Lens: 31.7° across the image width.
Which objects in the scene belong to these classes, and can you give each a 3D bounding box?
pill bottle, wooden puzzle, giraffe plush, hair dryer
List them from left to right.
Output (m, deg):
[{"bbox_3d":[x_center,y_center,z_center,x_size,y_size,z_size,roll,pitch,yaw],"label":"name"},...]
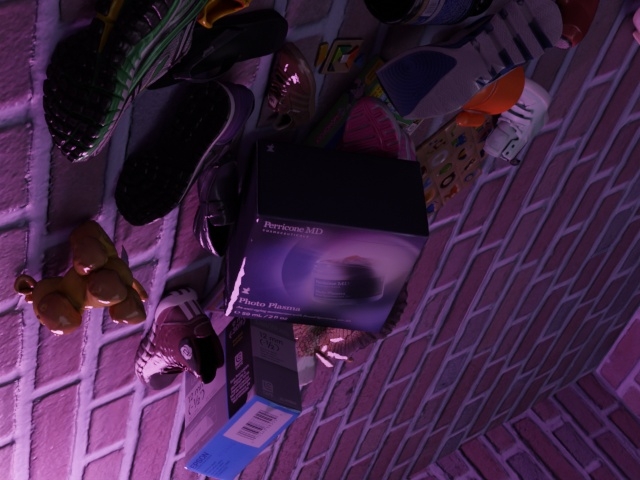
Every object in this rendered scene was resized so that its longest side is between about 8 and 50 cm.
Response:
[{"bbox_3d":[-0.390,0.080,1.799,0.170,0.181,0.210,-29,-173,0],"label":"giraffe plush"},{"bbox_3d":[0.036,-0.305,1.880,0.116,0.014,0.078,-17,145,-39],"label":"wooden puzzle"},{"bbox_3d":[0.179,-0.404,1.792,0.219,0.123,0.123,-11,141,-46],"label":"pill bottle"},{"bbox_3d":[0.447,-0.454,2.068,0.293,0.080,0.223,-33,134,-40],"label":"hair dryer"}]

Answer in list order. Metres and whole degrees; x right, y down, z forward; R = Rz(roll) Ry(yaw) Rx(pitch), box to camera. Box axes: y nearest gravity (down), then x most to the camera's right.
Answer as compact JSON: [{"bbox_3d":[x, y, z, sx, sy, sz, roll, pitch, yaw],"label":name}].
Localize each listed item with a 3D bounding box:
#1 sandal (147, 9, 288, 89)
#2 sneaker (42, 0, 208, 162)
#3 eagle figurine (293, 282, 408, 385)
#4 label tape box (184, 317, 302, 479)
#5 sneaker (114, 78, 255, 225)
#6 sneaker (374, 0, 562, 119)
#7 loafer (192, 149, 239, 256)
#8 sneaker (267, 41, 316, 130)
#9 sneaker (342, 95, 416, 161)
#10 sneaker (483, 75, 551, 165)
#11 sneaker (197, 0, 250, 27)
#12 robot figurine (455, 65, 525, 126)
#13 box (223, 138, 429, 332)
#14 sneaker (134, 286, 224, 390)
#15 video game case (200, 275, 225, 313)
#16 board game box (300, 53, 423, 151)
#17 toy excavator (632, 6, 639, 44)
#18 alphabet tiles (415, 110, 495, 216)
[{"bbox_3d":[-0.148,-0.278,1.642,0.254,0.054,0.097,-24,149,-28],"label":"sandal"},{"bbox_3d":[-0.245,-0.239,1.493,0.343,0.134,0.146,-52,151,21],"label":"sneaker"},{"bbox_3d":[0.012,0.146,2.342,0.226,0.225,0.298,-11,155,-33],"label":"eagle figurine"},{"bbox_3d":[-0.158,0.247,2.166,0.115,0.347,0.249,22,127,-28],"label":"label tape box"},{"bbox_3d":[-0.200,-0.128,1.755,0.283,0.107,0.124,-46,166,23],"label":"sneaker"},{"bbox_3d":[0.259,-0.306,1.924,0.315,0.127,0.182,-26,-178,9],"label":"sneaker"},{"bbox_3d":[-0.168,-0.061,1.915,0.076,0.078,0.223,-23,148,-30],"label":"loafer"},{"bbox_3d":[-0.051,-0.238,1.814,0.071,0.066,0.188,-33,151,-13],"label":"sneaker"},{"bbox_3d":[0.109,-0.167,2.002,0.103,0.111,0.252,-4,137,17],"label":"sneaker"},{"bbox_3d":[0.397,-0.245,2.320,0.151,0.094,0.256,-51,156,-4],"label":"sneaker"},{"bbox_3d":[-0.105,-0.356,1.568,0.175,0.067,0.064,-40,151,-3],"label":"sneaker"},{"bbox_3d":[0.295,-0.304,2.091,0.158,0.128,0.219,-45,155,27],"label":"robot figurine"},{"bbox_3d":[0.000,0.000,1.960,0.296,0.182,0.294,7,140,-12],"label":"box"},{"bbox_3d":[-0.264,0.234,2.144,0.106,0.162,0.281,-20,146,-34],"label":"sneaker"},{"bbox_3d":[-0.147,0.085,2.229,0.157,0.019,0.143,-48,152,17],"label":"video game case"},{"bbox_3d":[0.065,-0.182,2.067,0.317,0.046,0.213,-49,152,18],"label":"board game box"},{"bbox_3d":[0.711,-0.529,2.241,0.433,0.222,0.445,-14,157,-42],"label":"toy excavator"},{"bbox_3d":[0.238,-0.135,2.396,0.342,0.011,0.285,-39,153,-3],"label":"alphabet tiles"}]
